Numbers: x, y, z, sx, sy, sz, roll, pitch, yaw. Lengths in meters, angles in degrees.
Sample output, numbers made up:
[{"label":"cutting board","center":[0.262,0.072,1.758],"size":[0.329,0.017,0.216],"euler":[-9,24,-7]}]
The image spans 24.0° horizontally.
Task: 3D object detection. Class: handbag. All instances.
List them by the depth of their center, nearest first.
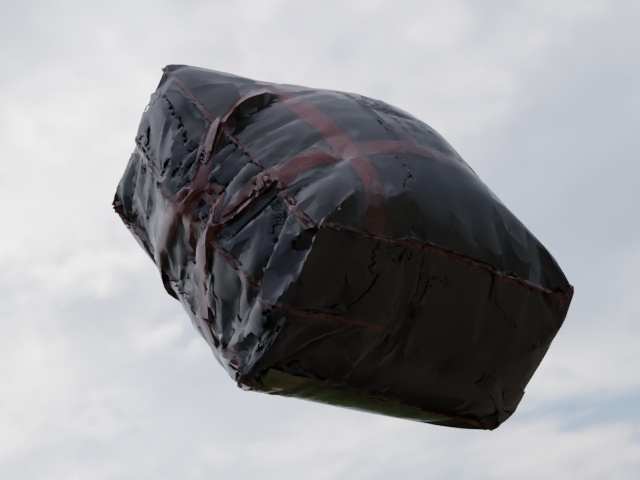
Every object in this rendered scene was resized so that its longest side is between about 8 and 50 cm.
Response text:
[{"label":"handbag","center":[0.000,0.000,0.787],"size":[0.169,0.215,0.155],"euler":[9,-68,-34]}]
